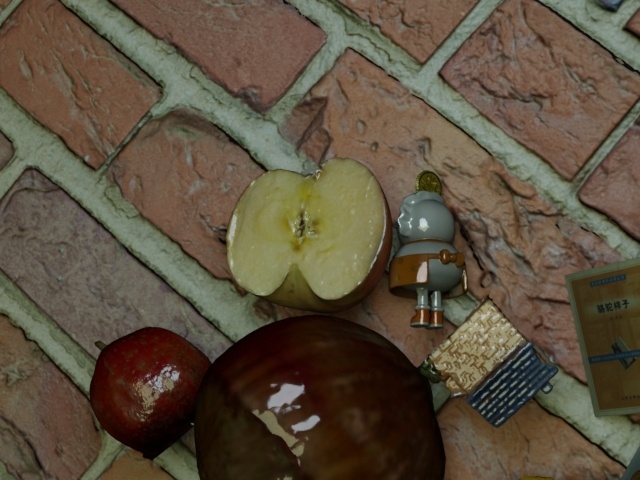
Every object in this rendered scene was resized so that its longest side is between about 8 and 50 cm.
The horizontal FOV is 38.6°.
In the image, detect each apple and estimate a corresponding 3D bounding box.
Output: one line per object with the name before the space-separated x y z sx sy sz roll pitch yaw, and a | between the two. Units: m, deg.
apple | 0.000 0.000 1.580 0.293 0.163 0.251 3 76 24

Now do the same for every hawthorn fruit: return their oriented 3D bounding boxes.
hawthorn fruit | -0.307 0.253 1.623 0.250 0.215 0.215 36 93 23

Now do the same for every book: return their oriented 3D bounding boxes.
book | 0.487 0.157 1.468 0.170 0.018 0.241 -21 77 49

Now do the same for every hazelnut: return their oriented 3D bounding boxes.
hazelnut | -0.002 0.322 1.462 0.421 0.353 0.421 7 61 -14

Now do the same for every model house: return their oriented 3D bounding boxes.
model house | 0.282 0.208 1.478 0.172 0.183 0.166 44 96 16

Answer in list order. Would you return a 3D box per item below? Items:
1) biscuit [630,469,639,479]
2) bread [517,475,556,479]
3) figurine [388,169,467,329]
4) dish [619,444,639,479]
biscuit | 0.497 0.482 1.401 0.208 0.041 0.290 14 108 44
bread | 0.362 0.468 1.409 0.147 0.160 0.260 -54 47 34
figurine | 0.185 0.014 1.552 0.143 0.143 0.271 10 87 15
dish | 0.579 0.388 1.436 0.182 0.080 0.243 29 92 15
